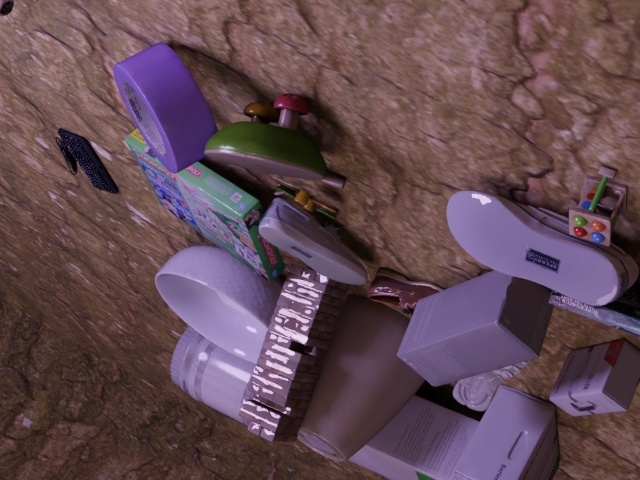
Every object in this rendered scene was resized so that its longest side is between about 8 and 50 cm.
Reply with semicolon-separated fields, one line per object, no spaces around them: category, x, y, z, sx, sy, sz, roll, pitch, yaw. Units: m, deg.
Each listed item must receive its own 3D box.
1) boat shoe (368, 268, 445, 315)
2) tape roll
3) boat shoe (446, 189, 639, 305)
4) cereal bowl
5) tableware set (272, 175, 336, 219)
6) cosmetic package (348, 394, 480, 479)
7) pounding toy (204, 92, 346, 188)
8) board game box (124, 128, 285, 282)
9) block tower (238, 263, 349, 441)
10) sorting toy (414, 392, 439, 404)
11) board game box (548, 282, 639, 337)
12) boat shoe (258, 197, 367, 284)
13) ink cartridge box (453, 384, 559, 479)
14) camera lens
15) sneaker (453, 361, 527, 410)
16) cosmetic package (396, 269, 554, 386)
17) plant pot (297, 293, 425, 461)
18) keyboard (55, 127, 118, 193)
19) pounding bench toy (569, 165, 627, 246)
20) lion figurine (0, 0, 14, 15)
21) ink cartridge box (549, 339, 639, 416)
boat shoe;0.165;0.106;1.568;0.178;0.060;0.064;18;151;30
tape roll;-0.238;-0.203;1.373;0.189;0.080;0.189;52;163;24
boat shoe;0.294;-0.001;1.185;0.267;0.088;0.096;24;117;37
cereal bowl;-0.179;0.122;1.915;0.339;0.141;0.339;26;155;13
tableware set;-0.024;-0.063;1.461;0.104;0.024;0.154;26;179;12
cosmetic package;0.177;0.427;1.923;0.366;0.155;0.197;17;153;28
pounding toy;-0.063;-0.159;1.340;0.183;0.110;0.237;11;179;19
board game box;-0.212;-0.067;1.648;0.317;0.046;0.213;33;157;29
block tower;-0.049;0.204;1.671;0.091;0.335;0.097;18;177;30
sorting toy;0.213;0.366;2.006;0.274;0.046;0.132;41;154;-17
board game box;0.410;0.087;1.178;0.186;0.126;0.026;21;115;25
boat shoe;-0.001;0.000;1.549;0.227;0.081;0.079;32;154;-25
ink cartridge box;0.379;0.452;1.773;0.122;0.211;0.289;20;152;29
camera lens;-0.208;0.328;2.236;0.274;0.219;0.219;22;153;23
sneaker;0.306;0.200;1.556;0.090;0.095;0.235;35;136;6
cosmetic package;0.243;0.136;1.408;0.107;0.127;0.238;42;144;-19
plant pot;0.063;0.293;1.780;0.256;0.274;0.256;27;155;13
keyboard;-0.514;-0.162;1.919;0.100;0.038;0.192;20;152;27
pounding bench toy;0.336;-0.043;1.082;0.052;0.065;0.083;19;152;28
lion figurine;-0.516;-0.472;1.271;0.240;0.142;0.392;39;142;6
ink cartridge box;0.437;0.219;1.404;0.056;0.099;0.135;36;156;-9
